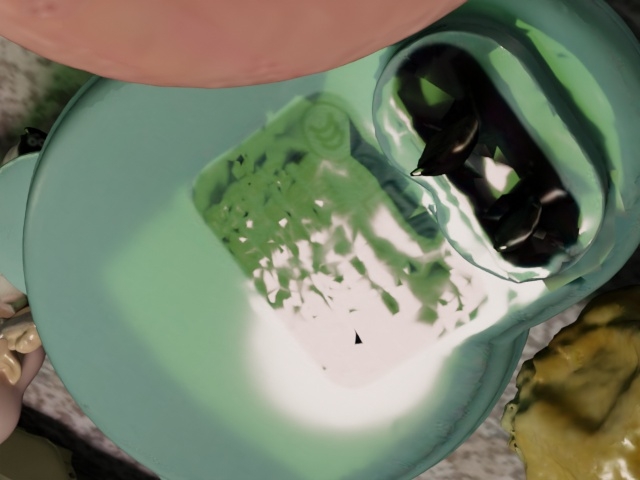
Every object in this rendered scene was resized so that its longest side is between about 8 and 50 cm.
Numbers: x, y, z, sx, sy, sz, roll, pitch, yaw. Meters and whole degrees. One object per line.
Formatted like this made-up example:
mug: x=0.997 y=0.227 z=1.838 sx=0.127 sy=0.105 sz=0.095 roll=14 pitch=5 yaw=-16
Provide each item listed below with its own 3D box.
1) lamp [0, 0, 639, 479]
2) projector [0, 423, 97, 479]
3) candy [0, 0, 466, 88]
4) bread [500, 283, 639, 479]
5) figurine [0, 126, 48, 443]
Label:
lamp: x=0.004 y=-0.006 z=0.669 sx=0.284 sy=0.147 sz=0.209 roll=-28 pitch=105 yaw=41
projector: x=-0.142 y=0.212 z=0.921 sx=0.269 sy=0.193 sz=0.088 roll=27 pitch=137 yaw=-2
candy: x=-0.019 y=-0.157 z=0.508 sx=0.255 sy=0.094 sz=0.255 roll=-10 pitch=137 yaw=-10
bread: x=0.208 y=0.063 z=0.661 sx=0.267 sy=0.130 sz=0.152 roll=-18 pitch=159 yaw=37
figurine: x=-0.176 y=0.029 z=0.827 sx=0.137 sy=0.112 sz=0.229 roll=54 pitch=129 yaw=9
